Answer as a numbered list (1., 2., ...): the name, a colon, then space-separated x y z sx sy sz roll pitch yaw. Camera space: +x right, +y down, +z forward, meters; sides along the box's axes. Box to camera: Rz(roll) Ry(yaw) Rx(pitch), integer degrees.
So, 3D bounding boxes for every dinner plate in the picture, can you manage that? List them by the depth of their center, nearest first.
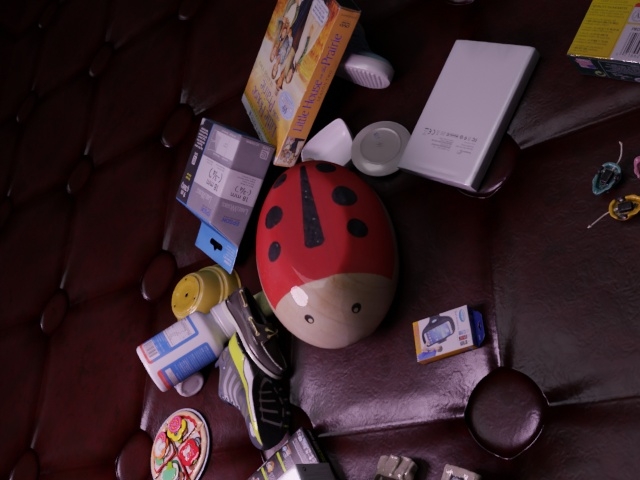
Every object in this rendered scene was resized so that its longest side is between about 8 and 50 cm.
1. dinner plate: 0.134 -0.207 1.656 0.141 0.017 0.141 -7 63 14

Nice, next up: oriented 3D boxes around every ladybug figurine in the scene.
1. ladybug figurine: 0.000 0.000 1.555 0.305 0.162 0.449 -18 58 6

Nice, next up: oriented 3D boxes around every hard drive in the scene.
1. hard drive: 0.303 -0.265 1.553 0.203 0.040 0.307 22 85 45

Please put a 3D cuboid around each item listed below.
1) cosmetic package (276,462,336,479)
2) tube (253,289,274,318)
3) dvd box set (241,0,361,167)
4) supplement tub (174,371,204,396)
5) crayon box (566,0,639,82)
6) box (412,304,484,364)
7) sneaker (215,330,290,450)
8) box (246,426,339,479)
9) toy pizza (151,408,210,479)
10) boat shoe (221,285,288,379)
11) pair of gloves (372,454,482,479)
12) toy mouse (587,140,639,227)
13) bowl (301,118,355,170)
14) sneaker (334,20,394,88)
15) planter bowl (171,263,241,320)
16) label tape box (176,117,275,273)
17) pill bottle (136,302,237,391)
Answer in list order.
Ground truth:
1. cosmetic package: -0.073 0.626 1.353 0.377 0.097 0.284 -47 49 27
2. tube: -0.094 0.126 1.708 0.240 0.070 0.062 -32 87 31
3. dvd box set: -0.062 -0.433 1.798 0.420 0.062 0.307 -63 36 34
4. supplement tub: -0.335 0.321 1.811 0.107 0.071 0.071 37 96 46
5. crayon box: 0.608 -0.441 1.338 0.202 0.081 0.318 25 88 45
6. box: 0.240 0.175 1.401 0.136 0.028 0.081 -26 54 33
7. sneaker: -0.155 0.337 1.632 0.121 0.111 0.300 -49 38 22
8. box: -0.048 0.504 1.484 0.184 0.045 0.190 -49 46 15
9. toy pizza: -0.337 0.494 1.755 0.201 0.032 0.201 -19 58 34
10. boat shoe: -0.136 0.201 1.649 0.069 0.081 0.227 -43 66 12
11. pair of gloves: 0.162 0.481 1.290 0.240 0.042 0.204 -6 57 45
12. toy mouse: 0.527 -0.103 1.277 0.161 0.031 0.143 -21 57 33
13. bowl: 0.030 -0.198 1.756 0.142 0.053 0.142 -37 50 22
14. sneaker: 0.060 -0.476 1.808 0.366 0.135 0.150 32 97 45
15. planter bowl: -0.304 0.147 1.857 0.217 0.090 0.217 -19 59 34
16. label tape box: -0.260 -0.117 1.871 0.241 0.106 0.333 31 103 54
17. pill bottle: -0.300 0.241 1.734 0.221 0.124 0.124 -31 45 -12
